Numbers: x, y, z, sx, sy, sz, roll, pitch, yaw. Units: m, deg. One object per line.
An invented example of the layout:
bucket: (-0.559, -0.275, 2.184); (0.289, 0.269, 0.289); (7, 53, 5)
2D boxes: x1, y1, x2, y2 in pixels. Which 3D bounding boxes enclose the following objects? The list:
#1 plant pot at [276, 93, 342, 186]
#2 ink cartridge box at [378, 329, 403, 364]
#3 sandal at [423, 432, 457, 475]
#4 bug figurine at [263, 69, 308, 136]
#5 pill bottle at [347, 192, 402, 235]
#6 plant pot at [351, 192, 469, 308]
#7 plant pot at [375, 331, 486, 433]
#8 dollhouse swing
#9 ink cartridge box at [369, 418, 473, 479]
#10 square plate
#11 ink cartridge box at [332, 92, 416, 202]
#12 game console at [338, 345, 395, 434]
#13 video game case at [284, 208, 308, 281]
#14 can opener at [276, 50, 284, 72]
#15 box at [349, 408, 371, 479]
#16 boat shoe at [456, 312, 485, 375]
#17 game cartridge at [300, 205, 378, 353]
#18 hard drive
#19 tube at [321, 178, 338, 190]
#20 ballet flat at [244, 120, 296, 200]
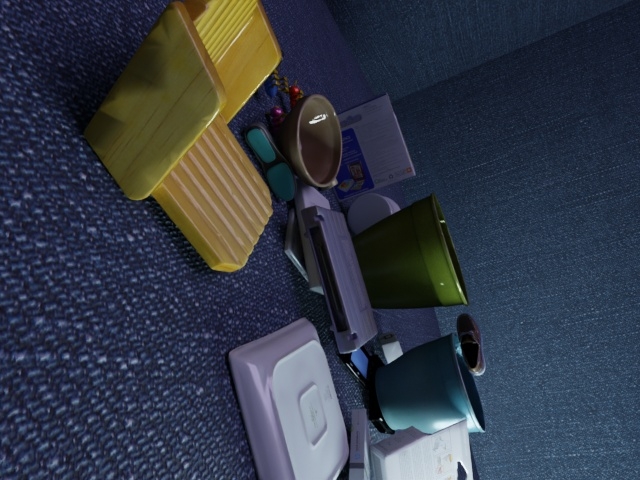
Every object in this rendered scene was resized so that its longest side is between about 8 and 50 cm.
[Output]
plant pot: (-0.041, -0.259, 1.120); (0.237, 0.110, 0.237); (-12, 103, -60)
ink cartridge box: (0.252, 0.389, 1.500); (0.180, 0.060, 0.104); (-16, 88, -87)
sandal: (0.368, 0.742, 1.407); (0.102, 0.169, 0.416); (35, 39, -25)
bug figurine: (-0.102, -0.393, 1.244); (0.279, 0.072, 0.216); (-4, 88, -72)
pill bottle: (0.247, -0.065, 1.706); (0.361, 0.204, 0.204); (22, 52, -65)
plant pot: (0.251, 0.074, 1.376); (0.366, 0.353, 0.366); (-18, 90, -71)
plant pot: (0.308, 0.432, 1.233); (0.271, 0.255, 0.271); (52, 27, -41)
dollhouse swing: (-0.131, -0.180, 0.710); (0.305, 0.315, 0.347); (43, 28, -16)
ink cartridge box: (0.264, 0.616, 1.060); (0.261, 0.066, 0.296); (-10, 96, -27)
square plate: (-0.033, 0.345, 0.838); (0.344, 0.049, 0.347); (-2, 75, -69)
ink cartridge box: (0.151, -0.329, 1.531); (0.072, 0.304, 0.307); (-62, 131, -68)
game console: (0.141, 0.408, 1.255); (0.361, 0.044, 0.213); (56, 25, -36)
video game case: (-0.049, 0.015, 1.123); (0.143, 0.019, 0.157); (56, 24, -38)
can opener: (-0.144, -0.537, 1.286); (0.186, 0.059, 0.073); (-79, 146, -54)
box: (0.096, 0.519, 0.992); (0.186, 0.038, 0.145); (-80, 163, -50)
boat shoe: (0.437, 0.293, 1.229); (0.066, 0.066, 0.183); (41, 34, -51)
game cartridge: (0.053, 0.093, 1.094); (0.230, 0.068, 0.355); (11, 62, -73)
hard drive: (0.000, 0.000, 1.179); (0.203, 0.040, 0.307); (33, 43, -61)
tube: (-0.021, -0.283, 1.409); (0.240, 0.062, 0.070); (62, -19, -13)
ballet flat: (-0.117, -0.200, 1.056); (0.068, 0.072, 0.213); (-90, 155, -60)
